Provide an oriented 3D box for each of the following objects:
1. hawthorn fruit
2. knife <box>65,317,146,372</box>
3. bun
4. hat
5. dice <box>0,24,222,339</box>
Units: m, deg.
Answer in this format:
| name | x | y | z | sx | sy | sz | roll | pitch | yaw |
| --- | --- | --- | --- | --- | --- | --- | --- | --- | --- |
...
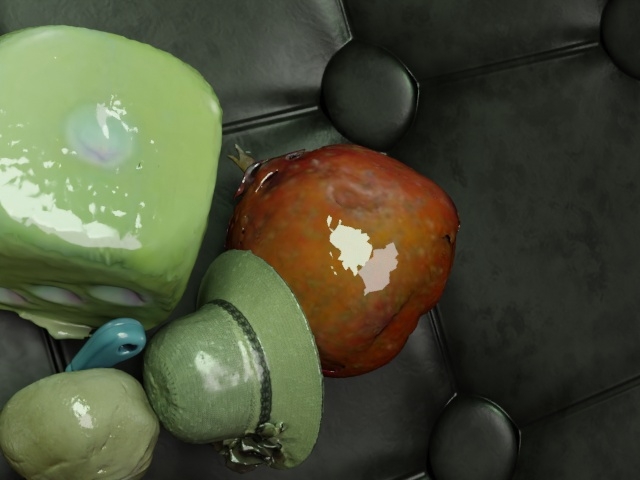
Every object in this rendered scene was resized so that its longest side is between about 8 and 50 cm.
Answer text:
| name | x | y | z | sx | sy | sz | roll | pitch | yaw |
| --- | --- | --- | --- | --- | --- | --- | --- | --- | --- |
| hawthorn fruit | 0.000 | 0.000 | 1.288 | 0.307 | 0.276 | 0.276 | 39 | 67 | 5 |
| knife | -0.263 | 0.156 | 1.162 | 0.058 | 0.244 | 0.032 | 9 | 49 | -46 |
| bun | -0.242 | 0.211 | 1.130 | 0.173 | 0.166 | 0.113 | 23 | 41 | -48 |
| hat | -0.121 | 0.144 | 1.189 | 0.130 | 0.257 | 0.257 | -13 | 88 | -33 |
| dice | -0.252 | -0.055 | 1.136 | 0.252 | 0.250 | 0.254 | 14 | 63 | -15 |
